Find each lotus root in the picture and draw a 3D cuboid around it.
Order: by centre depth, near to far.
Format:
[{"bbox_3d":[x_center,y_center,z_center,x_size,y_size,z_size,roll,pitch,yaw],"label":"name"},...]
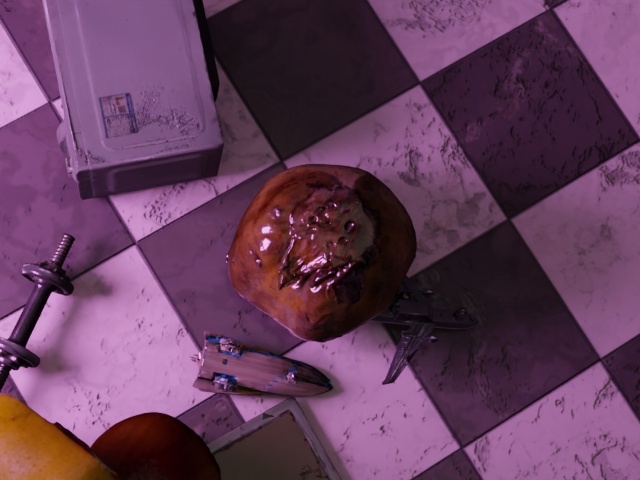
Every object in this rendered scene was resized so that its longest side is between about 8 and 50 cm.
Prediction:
[{"bbox_3d":[0.000,0.000,1.919,0.272,0.192,0.272,1,71,-2],"label":"lotus root"}]

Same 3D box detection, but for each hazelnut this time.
[{"bbox_3d":[-0.237,0.331,1.814,0.208,0.208,0.208,1,76,-6],"label":"hazelnut"}]

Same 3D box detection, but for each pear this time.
[{"bbox_3d":[-0.385,0.341,1.651,0.191,0.386,0.340,-45,120,-28],"label":"pear"}]

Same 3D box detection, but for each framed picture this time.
[{"bbox_3d":[-0.063,0.386,1.923,0.216,0.016,0.273,-28,81,-11],"label":"framed picture"}]

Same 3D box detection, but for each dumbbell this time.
[{"bbox_3d":[-0.406,0.105,1.920,0.081,0.081,0.254,24,74,0],"label":"dumbbell"}]

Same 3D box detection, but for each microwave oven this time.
[{"bbox_3d":[-0.270,-0.229,1.964,0.237,0.181,0.295,-11,78,-11],"label":"microwave oven"}]

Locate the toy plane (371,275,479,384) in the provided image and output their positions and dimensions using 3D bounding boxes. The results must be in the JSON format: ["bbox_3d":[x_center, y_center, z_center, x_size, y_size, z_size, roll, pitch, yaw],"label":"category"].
[{"bbox_3d":[0.123,0.108,1.990,0.226,0.058,0.226,1,60,-6],"label":"toy plane"}]

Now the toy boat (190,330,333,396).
[{"bbox_3d":[-0.081,0.189,1.949,0.210,0.066,0.084,13,79,-13],"label":"toy boat"}]
